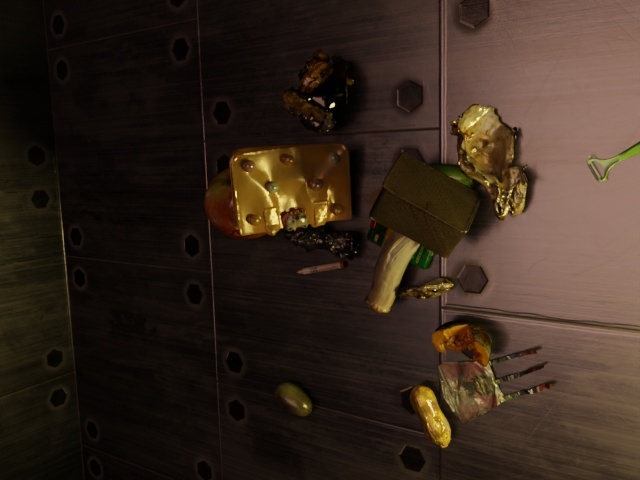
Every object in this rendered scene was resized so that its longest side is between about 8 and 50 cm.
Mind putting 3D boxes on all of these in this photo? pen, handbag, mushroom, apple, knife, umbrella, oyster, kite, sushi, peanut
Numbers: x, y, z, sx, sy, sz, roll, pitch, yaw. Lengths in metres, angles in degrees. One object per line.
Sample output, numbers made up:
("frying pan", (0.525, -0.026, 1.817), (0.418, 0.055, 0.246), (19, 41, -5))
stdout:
("pen", (0.000, 0.099, 2.132), (0.218, 0.026, 0.026), (-11, 91, 35))
("handbag", (-0.089, -0.168, 1.950), (0.133, 0.400, 0.283), (-142, 47, -68))
("mushroom", (0.235, 0.082, 1.888), (0.123, 0.095, 0.351), (54, 133, 44))
("apple", (-0.256, -0.132, 2.131), (0.309, 0.277, 0.250), (13, 138, 37))
("knife", (0.785, -0.222, 1.558), (0.166, 0.022, 0.078), (-33, 85, 34))
("umbrella", (0.001, 0.000, 2.061), (0.272, 0.122, 0.110), (10, 125, 24))
("oyster", (0.331, 0.157, 1.878), (0.177, 0.105, 0.056), (-16, 78, 10))
("oyster", (0.492, -0.226, 1.695), (0.337, 0.197, 0.133), (59, 168, 1))
("kite", (0.528, 0.440, 1.836), (0.360, 0.022, 0.204), (-26, 83, 38))
("sushi", (-0.002, -0.487, 1.956), (0.200, 0.204, 0.213), (30, 155, 1))
("peanut", (0.356, 0.568, 1.932), (0.087, 0.087, 0.207), (-32, 77, 33))

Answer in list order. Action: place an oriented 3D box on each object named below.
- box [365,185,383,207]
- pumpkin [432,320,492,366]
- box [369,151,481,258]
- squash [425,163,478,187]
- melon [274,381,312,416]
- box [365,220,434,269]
("box", (0.196, -0.129, 1.930), (0.079, 0.035, 0.083), (-31, 61, 4))
("pumpkin", (0.443, 0.299, 1.815), (0.183, 0.107, 0.119), (17, 137, 32))
("box", (0.300, -0.102, 1.736), (0.273, 0.184, 0.143), (29, 140, 3))
("squash", (0.339, -0.195, 1.827), (0.292, 0.082, 0.082), (3, 99, 34))
("melon", (-0.101, 0.595, 2.234), (0.162, 0.099, 0.099), (34, 114, 22))
("box", (0.264, -0.015, 1.932), (0.235, 0.034, 0.132), (28, 113, 27))
